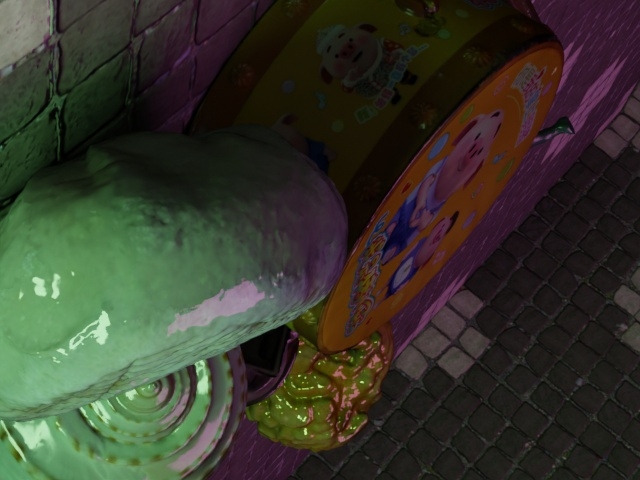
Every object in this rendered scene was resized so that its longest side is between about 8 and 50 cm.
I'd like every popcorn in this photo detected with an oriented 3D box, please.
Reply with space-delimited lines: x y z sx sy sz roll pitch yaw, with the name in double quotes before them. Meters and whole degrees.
"popcorn" 0.000 0.182 2.091 0.265 0.225 0.332 -39 151 -29

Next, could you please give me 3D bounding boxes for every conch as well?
"conch" -0.213 0.192 1.393 0.303 0.215 0.319 -36 161 -19

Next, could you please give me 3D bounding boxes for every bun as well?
"bun" -0.147 0.016 1.103 0.355 0.194 0.354 -24 175 -2

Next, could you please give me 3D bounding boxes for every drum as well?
"drum" 0.052 -0.097 1.440 0.431 0.214 0.431 -47 163 -18

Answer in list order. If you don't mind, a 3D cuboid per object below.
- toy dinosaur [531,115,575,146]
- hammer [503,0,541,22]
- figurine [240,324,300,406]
"toy dinosaur" 0.132 -0.127 1.798 0.331 0.129 0.383 -35 144 29
"hammer" 0.196 -0.287 1.446 0.365 0.111 0.043 43 61 -58
"figurine" -0.109 0.135 1.671 0.309 0.143 0.308 -10 170 -2
